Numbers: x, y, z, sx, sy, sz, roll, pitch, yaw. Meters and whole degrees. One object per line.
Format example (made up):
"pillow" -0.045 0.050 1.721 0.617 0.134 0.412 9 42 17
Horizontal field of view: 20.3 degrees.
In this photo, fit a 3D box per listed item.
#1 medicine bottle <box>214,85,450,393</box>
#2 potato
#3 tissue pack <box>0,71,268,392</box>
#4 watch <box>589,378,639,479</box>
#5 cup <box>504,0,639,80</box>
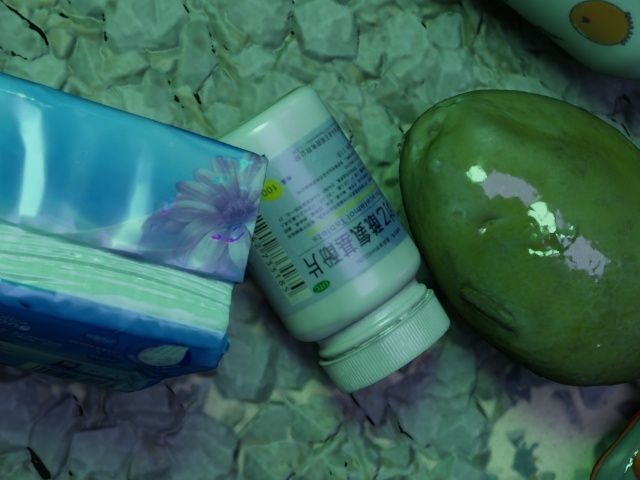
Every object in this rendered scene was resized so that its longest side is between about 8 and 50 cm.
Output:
"medicine bottle" 0.000 0.000 1.177 0.103 0.103 0.187 -35 96 -22
"potato" 0.153 -0.005 1.208 0.235 0.178 0.160 38 107 -13
"tissue pack" -0.190 -0.010 1.053 0.263 0.198 0.146 17 75 -19
"watch" 0.372 0.184 1.256 0.305 0.241 0.274 -40 115 -23
"cup" 0.165 -0.262 1.219 0.317 0.212 0.212 38 71 -14
